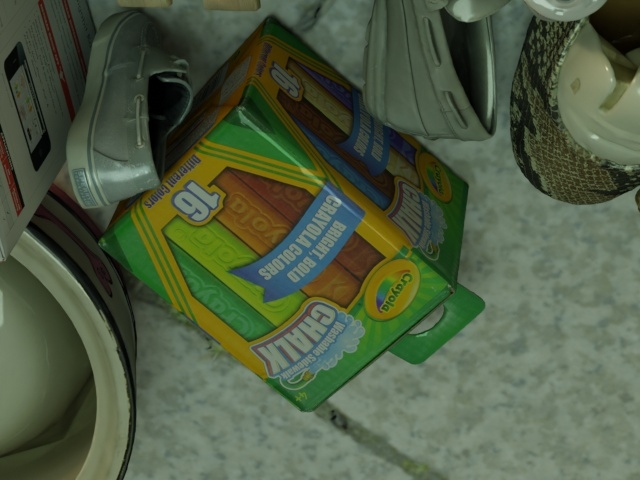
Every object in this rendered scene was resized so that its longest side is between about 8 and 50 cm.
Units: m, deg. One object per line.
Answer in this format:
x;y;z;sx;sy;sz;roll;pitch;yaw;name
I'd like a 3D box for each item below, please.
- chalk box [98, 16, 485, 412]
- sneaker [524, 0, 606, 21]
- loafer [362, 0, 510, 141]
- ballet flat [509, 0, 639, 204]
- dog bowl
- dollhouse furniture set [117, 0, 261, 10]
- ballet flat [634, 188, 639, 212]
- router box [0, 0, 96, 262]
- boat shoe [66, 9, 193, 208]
0.000;0.000;1.571;0.289;0.179;0.180;40;117;-13;chalk box
0.170;-0.266;1.399;0.090;0.115;0.232;11;86;-5;sneaker
0.096;-0.209;1.459;0.111;0.112;0.319;19;139;20;loafer
0.271;-0.194;1.423;0.164;0.182;0.483;21;120;-11;ballet flat
-0.343;0.090;1.687;0.408;0.150;0.408;4;119;7;dog bowl
-0.102;-0.284;1.416;0.242;0.212;0.161;6;121;29;dollhouse furniture set
0.424;-0.025;1.536;0.348;0.123;0.123;15;120;-7;ballet flat
-0.269;-0.193;1.434;0.082;0.301;0.335;-7;117;13;router box
-0.136;-0.104;1.507;0.081;0.227;0.079;-7;127;11;boat shoe
